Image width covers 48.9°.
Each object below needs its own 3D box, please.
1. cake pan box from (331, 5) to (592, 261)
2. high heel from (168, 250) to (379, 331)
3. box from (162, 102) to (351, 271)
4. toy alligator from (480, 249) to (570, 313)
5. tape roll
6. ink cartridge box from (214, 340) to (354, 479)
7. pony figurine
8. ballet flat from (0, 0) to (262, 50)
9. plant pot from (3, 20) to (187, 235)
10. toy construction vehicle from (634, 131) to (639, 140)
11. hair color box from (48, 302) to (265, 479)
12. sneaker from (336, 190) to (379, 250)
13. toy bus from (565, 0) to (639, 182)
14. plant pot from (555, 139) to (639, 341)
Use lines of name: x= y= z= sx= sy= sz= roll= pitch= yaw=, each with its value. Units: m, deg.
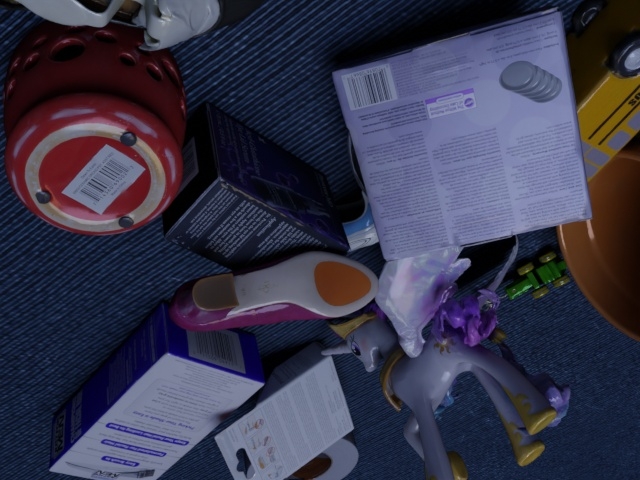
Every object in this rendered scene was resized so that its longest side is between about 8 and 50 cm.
cake pan box: x=0.162 y=-0.116 z=0.822 sx=0.266 sy=0.070 sz=0.246 roll=-14 pitch=109 yaw=15
high heel: x=-0.055 y=0.069 z=0.836 sx=0.244 sy=0.082 sz=0.117 roll=-9 pitch=169 yaw=-28
box: x=-0.082 y=-0.044 z=0.861 sx=0.207 sy=0.153 sz=0.108 roll=27 pitch=120 yaw=-36
toy alligator: x=0.345 y=0.068 z=1.168 sx=0.189 sy=0.056 sz=0.051 roll=-31 pitch=174 yaw=14
tape roll: x=-0.040 y=0.410 z=1.368 sx=0.219 sy=0.072 sz=0.219 roll=-8 pitch=135 yaw=-8
ink cartridge box: x=-0.063 y=0.307 z=1.186 sx=0.232 sy=0.066 sz=0.189 roll=-29 pitch=125 yaw=-19
pony figurine: x=0.180 y=0.151 z=1.012 sx=0.303 sy=0.363 sz=0.351 roll=21 pitch=116 yaw=-48
ballet flat: x=-0.188 y=-0.234 z=0.683 sx=0.280 sy=0.096 sz=0.095 roll=2 pitch=146 yaw=-18
plant pot: x=-0.235 y=-0.116 z=0.735 sx=0.191 sy=0.174 sz=0.191 roll=-7 pitch=132 yaw=-8
toy construction vehicle: x=0.464 y=-0.190 z=0.967 sx=0.086 sy=0.035 sz=0.098 roll=-35 pitch=136 yaw=3
hair color box: x=-0.268 y=0.260 z=1.133 sx=0.185 sy=0.110 sz=0.339 roll=27 pitch=119 yaw=-36
sneaker: x=0.000 y=0.000 z=0.989 sx=0.237 sy=0.085 sz=0.086 roll=-34 pitch=107 yaw=21
toy bus: x=0.342 y=-0.186 z=0.880 sx=0.130 sy=0.108 sz=0.333 roll=17 pitch=126 yaw=-31
plant pot: x=0.509 y=-0.019 z=0.984 sx=0.203 sy=0.291 sz=0.291 roll=-23 pitch=138 yaw=-20
